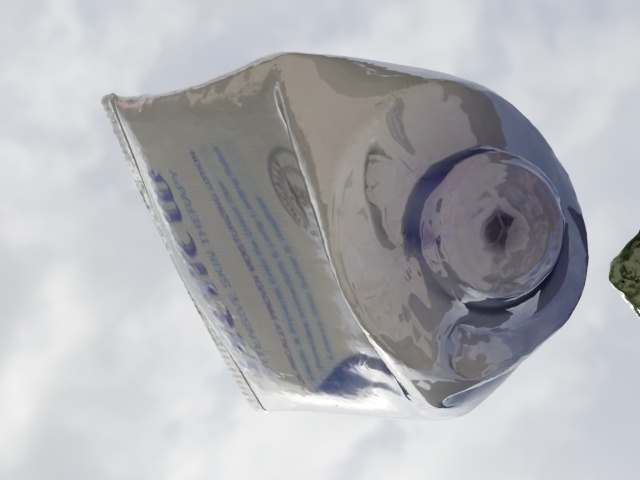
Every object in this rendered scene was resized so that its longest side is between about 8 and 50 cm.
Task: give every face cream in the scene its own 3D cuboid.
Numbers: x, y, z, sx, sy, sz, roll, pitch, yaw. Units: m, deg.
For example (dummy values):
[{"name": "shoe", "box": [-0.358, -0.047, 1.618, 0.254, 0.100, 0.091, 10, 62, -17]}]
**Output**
[{"name": "face cream", "box": [0.000, 0.000, 1.028, 0.137, 0.235, 0.420, -31, -169, -24]}]

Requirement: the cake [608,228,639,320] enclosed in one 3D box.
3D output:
[{"name": "cake", "box": [0.305, 0.089, 1.025, 0.158, 0.283, 0.172, -39, -142, 27]}]
